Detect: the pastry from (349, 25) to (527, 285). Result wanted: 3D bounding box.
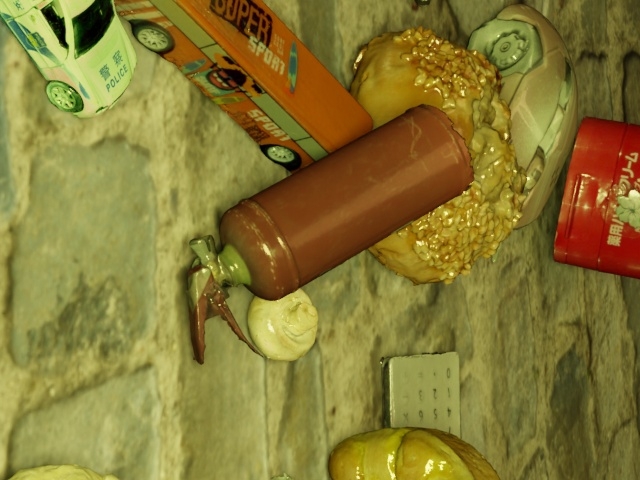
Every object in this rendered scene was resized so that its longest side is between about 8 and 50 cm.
[{"bbox_3d":[0.148,-0.103,1.448,0.255,0.162,0.310,-1,85,-50],"label":"pastry"}]

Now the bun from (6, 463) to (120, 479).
[{"bbox_3d":[-0.193,0.288,0.976,0.220,0.134,0.220,17,69,-50],"label":"bun"}]

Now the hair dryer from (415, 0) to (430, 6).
[{"bbox_3d":[0.109,-0.341,1.537,0.083,0.031,0.079,13,65,-43],"label":"hair dryer"}]

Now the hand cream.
[{"bbox_3d":[0.428,-0.060,1.753,0.230,0.149,0.230,13,90,-78],"label":"hand cream"}]

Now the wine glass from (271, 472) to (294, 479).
[{"bbox_3d":[-0.022,0.279,1.277,0.083,0.039,0.042,49,58,-34],"label":"wine glass"}]

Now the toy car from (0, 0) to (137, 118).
[{"bbox_3d":[-0.226,-0.209,1.041,0.224,0.076,0.090,58,44,-31],"label":"toy car"}]

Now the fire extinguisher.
[{"bbox_3d":[0.000,0.000,1.214,0.337,0.106,0.147,-30,103,-18],"label":"fire extinguisher"}]

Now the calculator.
[{"bbox_3d":[0.127,0.269,1.488,0.161,0.021,0.261,3,83,-52],"label":"calculator"}]

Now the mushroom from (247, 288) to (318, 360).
[{"bbox_3d":[-0.036,0.083,1.259,0.084,0.067,0.083,14,70,-42],"label":"mushroom"}]

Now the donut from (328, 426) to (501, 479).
[{"bbox_3d":[0.108,0.330,1.307,0.128,0.209,0.261,3,88,-53],"label":"donut"}]

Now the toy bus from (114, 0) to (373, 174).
[{"bbox_3d":[-0.083,-0.184,1.209,0.409,0.092,0.093,41,52,-43],"label":"toy bus"}]

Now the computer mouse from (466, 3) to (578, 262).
[{"bbox_3d":[0.279,-0.157,1.664,0.199,0.115,0.389,31,61,-43],"label":"computer mouse"}]
